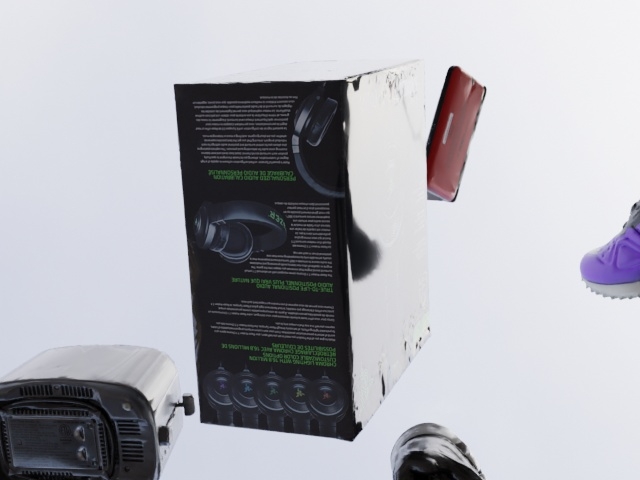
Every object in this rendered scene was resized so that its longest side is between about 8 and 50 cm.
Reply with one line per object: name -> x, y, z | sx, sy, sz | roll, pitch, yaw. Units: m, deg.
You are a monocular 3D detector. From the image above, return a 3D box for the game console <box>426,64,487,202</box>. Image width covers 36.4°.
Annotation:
game console -> 0.132, -0.124, 1.142 | 0.085, 0.124, 0.144 | 14, -93, 35

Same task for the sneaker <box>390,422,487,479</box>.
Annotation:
sneaker -> 0.127, 0.235, 0.697 | 0.078, 0.106, 0.234 | -43, -104, 8

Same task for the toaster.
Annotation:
toaster -> -0.247, 0.182, 1.005 | 0.226, 0.146, 0.129 | -2, -77, 11

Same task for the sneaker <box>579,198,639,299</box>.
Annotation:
sneaker -> 0.379, -0.027, 1.021 | 0.102, 0.293, 0.146 | -18, -90, -30

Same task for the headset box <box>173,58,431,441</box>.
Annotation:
headset box -> 0.000, 0.000, 0.804 | 0.131, 0.246, 0.283 | 2, -77, 19
